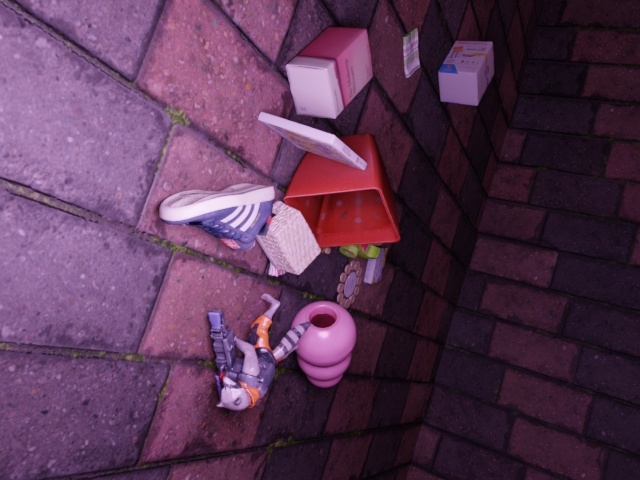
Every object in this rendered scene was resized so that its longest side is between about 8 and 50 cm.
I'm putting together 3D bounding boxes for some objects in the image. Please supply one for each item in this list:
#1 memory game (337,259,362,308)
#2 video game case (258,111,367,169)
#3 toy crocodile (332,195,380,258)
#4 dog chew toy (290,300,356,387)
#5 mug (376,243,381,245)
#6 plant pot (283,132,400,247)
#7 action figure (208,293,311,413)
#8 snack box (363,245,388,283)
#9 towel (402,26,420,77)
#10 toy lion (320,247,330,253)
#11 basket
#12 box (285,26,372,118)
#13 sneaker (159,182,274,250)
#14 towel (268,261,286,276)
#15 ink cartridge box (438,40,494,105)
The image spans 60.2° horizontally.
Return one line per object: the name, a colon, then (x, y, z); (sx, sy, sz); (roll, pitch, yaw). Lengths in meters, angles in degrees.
memory game: (0.107, 0.162, 2.029); (0.186, 0.012, 0.186); (-35, 132, -51)
video game case: (-0.017, -0.248, 1.392); (0.206, 0.227, 0.026); (23, 90, -61)
toy crocodile: (0.113, -0.037, 1.851); (0.115, 0.105, 0.340); (-61, 148, -25)
dog chew toy: (0.011, 0.348, 1.763); (0.206, 0.207, 0.331); (-50, 151, -39)
mug: (0.206, -0.023, 2.091); (0.062, 0.078, 0.064); (36, 57, -26)
plant pot: (0.078, -0.154, 1.584); (0.267, 0.267, 0.235); (58, 34, -53)
action figure: (-0.168, 0.289, 1.432); (0.330, 0.179, 0.341); (-59, 151, -46)
snack box: (0.218, 0.095, 2.171); (0.100, 0.037, 0.141); (-4, 106, -59)
towel: (0.337, -0.694, 2.040); (0.113, 0.023, 0.152); (-50, 143, -40)
toy lion: (0.000, 0.000, 1.748); (0.096, 0.034, 0.100); (19, 85, -54)
basket: (-0.086, -0.003, 1.464); (0.113, 0.103, 0.167); (-47, 132, -23)
box: (0.030, -0.455, 1.487); (0.232, 0.127, 0.148); (-54, 145, -35)
sneaker: (-0.213, -0.040, 1.234); (0.350, 0.131, 0.148); (-18, 113, -58)
towel: (-0.086, 0.011, 1.600); (0.197, 0.029, 0.144); (-25, 122, -55)
ink cartridge box: (0.637, -0.733, 2.406); (0.232, 0.171, 0.168); (-59, 148, -29)
